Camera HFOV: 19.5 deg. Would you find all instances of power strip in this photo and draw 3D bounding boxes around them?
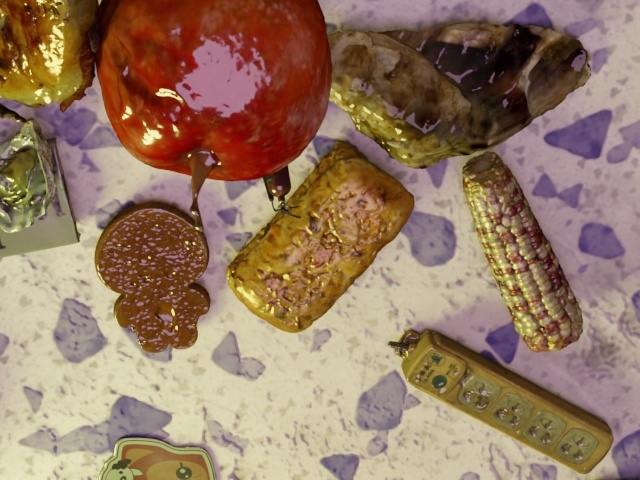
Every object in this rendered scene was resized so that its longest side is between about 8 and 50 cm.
[{"bbox_3d":[0.207,0.182,2.101,0.305,0.044,0.064,29,110,-17],"label":"power strip"}]

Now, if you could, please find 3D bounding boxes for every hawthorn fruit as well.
[{"bbox_3d":[-0.106,-0.139,1.793,0.241,0.242,0.272,4,79,-7],"label":"hawthorn fruit"}]

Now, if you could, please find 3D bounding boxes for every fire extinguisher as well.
[{"bbox_3d":[-0.050,-0.067,1.946,0.046,0.100,0.032,-22,159,38],"label":"fire extinguisher"}]

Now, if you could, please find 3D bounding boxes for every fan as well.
[{"bbox_3d":[-0.148,0.295,2.139,0.220,0.009,0.132,16,113,-12],"label":"fan"}]

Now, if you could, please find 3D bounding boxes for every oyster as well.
[{"bbox_3d":[0.143,-0.163,1.914,0.294,0.094,0.166,-16,107,-5],"label":"oyster"},{"bbox_3d":[-0.309,-0.063,1.911,0.100,0.037,0.098,-26,92,26],"label":"oyster"}]

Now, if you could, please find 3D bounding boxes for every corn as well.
[{"bbox_3d":[0.213,0.015,2.005,0.079,0.079,0.237,-25,114,6],"label":"corn"}]

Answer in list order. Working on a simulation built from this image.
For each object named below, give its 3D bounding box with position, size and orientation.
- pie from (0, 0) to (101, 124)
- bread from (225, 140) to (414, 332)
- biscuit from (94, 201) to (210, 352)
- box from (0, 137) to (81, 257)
[{"bbox_3d":[-0.328,-0.243,1.765,0.308,0.085,0.308,16,131,19],"label":"pie"},{"bbox_3d":[0.000,0.000,1.977,0.114,0.083,0.211,36,105,-15],"label":"bread"},{"bbox_3d":[-0.179,0.039,2.007,0.124,0.026,0.175,-7,115,-1],"label":"biscuit"},{"bbox_3d":[-0.349,-0.036,1.949,0.177,0.036,0.115,-10,113,-1],"label":"box"}]
